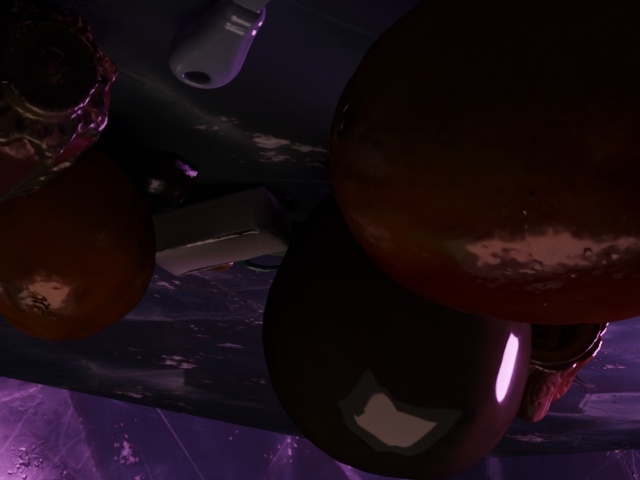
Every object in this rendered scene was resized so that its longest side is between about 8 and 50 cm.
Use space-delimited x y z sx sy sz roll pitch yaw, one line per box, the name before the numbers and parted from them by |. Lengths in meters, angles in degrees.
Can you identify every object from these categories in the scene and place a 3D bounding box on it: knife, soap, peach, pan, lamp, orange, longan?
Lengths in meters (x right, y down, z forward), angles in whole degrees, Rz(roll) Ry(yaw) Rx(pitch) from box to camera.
knife | -0.067 -0.223 1.172 0.080 0.044 0.331 19 155 -17
soap | -0.140 -0.009 1.791 0.183 0.064 0.121 -13 161 13
peach | 0.195 -0.075 1.116 0.372 0.290 0.372 9 172 1
pan | -0.208 -0.062 1.729 0.128 0.048 0.202 -1 161 31
lamp | -0.316 -0.133 1.334 0.177 0.177 0.274 15 159 -28
orange | -0.329 -0.014 1.582 0.284 0.226 0.284 39 164 14
longan | 0.094 0.114 1.666 0.336 0.405 0.404 -14 162 1

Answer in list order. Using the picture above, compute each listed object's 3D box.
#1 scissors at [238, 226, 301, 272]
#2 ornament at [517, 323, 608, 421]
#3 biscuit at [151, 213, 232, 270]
scissors | 0.000 0.000 1.876 0.289 0.041 0.138 -4 143 19
ornament | 0.320 0.137 1.983 0.221 0.235 0.217 -17 164 -12
biscuit | -0.207 0.006 1.981 0.174 0.039 0.183 11 164 -12
